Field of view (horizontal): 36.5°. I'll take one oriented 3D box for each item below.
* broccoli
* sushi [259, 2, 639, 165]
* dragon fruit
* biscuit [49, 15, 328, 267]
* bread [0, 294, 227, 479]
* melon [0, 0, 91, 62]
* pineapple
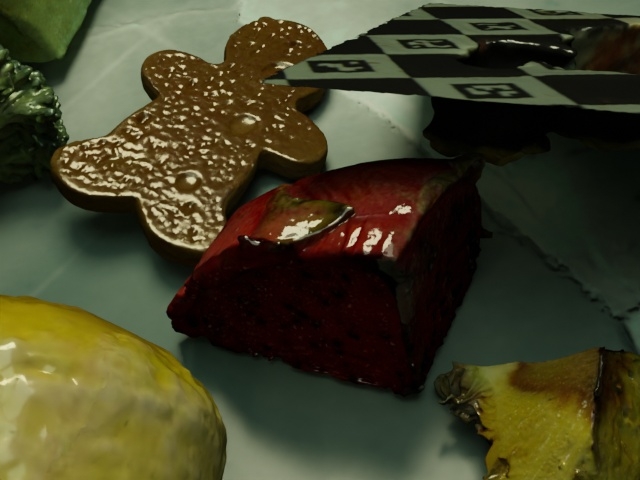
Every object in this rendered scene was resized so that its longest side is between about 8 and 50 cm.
[{"bbox_3d":[-0.223,-0.024,0.572,0.122,0.118,0.204,16,67,-18],"label":"broccoli"},{"bbox_3d":[0.157,-0.075,0.523,0.294,0.059,0.292,9,22,17],"label":"sushi"},{"bbox_3d":[0.000,-0.001,0.503,0.161,0.120,0.127,8,48,18],"label":"dragon fruit"},{"bbox_3d":[-0.062,-0.072,0.614,0.138,0.031,0.205,28,57,12],"label":"biscuit"},{"bbox_3d":[-0.138,0.106,0.398,0.197,0.197,0.170,1,59,8],"label":"bread"},{"bbox_3d":[-0.345,-0.187,0.643,0.343,0.226,0.331,1,11,9],"label":"melon"},{"bbox_3d":[0.101,0.078,0.460,0.114,0.077,0.114,9,48,31],"label":"pineapple"}]
